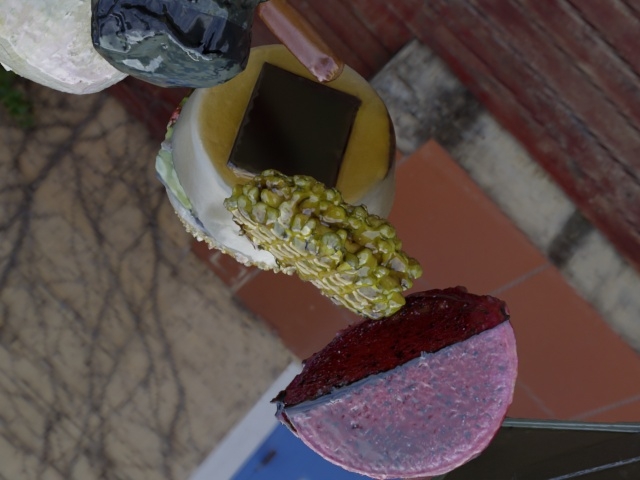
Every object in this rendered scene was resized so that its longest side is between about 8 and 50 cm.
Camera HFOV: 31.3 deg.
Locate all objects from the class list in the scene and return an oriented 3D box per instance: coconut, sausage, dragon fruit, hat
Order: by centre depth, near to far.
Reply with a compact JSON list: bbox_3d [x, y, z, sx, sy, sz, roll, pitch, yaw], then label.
[{"bbox_3d":[-0.116,-0.193,0.920,0.266,0.128,0.265,8,175,1],"label":"hat"},{"bbox_3d":[0.088,0.154,1.189,0.163,0.262,0.189,25,-135,-77],"label":"dragon fruit"},{"bbox_3d":[-0.020,-0.223,1.264,0.131,0.039,0.041,51,-166,24],"label":"sausage"},{"bbox_3d":[-0.364,-0.347,1.613,0.297,0.297,0.254,42,105,0],"label":"coconut"}]

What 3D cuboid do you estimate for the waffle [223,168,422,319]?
[{"bbox_3d":[0.000,0.000,1.112,0.197,0.070,0.193,19,160,46],"label":"waffle"}]

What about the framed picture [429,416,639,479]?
[{"bbox_3d":[0.280,0.294,1.427,0.315,0.232,0.024,-6,114,43],"label":"framed picture"}]

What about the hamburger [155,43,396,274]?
[{"bbox_3d":[-0.045,-0.099,1.406,0.302,0.302,0.170,38,149,7],"label":"hamburger"}]
